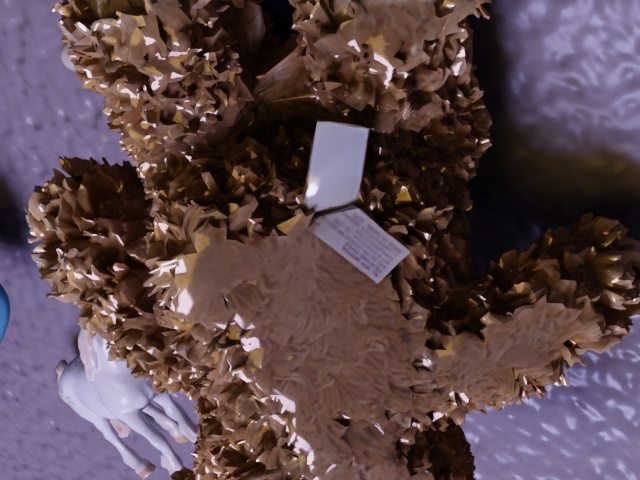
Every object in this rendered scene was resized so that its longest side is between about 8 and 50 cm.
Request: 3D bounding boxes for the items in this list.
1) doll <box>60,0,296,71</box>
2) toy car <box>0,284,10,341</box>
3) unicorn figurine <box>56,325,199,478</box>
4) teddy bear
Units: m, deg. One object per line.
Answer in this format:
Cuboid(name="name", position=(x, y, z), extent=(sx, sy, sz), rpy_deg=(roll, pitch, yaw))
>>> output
Cuboid(name="doll", position=(-0.049, -0.081, 0.608), extent=(0.129, 0.046, 0.189), rpy_deg=(0, 125, 19))
Cuboid(name="toy car", position=(-0.285, -0.050, 0.720), extent=(0.219, 0.210, 0.238), rpy_deg=(34, 128, 25))
Cuboid(name="unicorn figurine", position=(-0.104, 0.079, 0.787), extent=(0.162, 0.060, 0.111), rpy_deg=(-25, 109, 47))
Cuboid(name="teddy bear", position=(0.000, 0.000, 0.580), extent=(0.245, 0.113, 0.338), rpy_deg=(-22, 113, 10))
